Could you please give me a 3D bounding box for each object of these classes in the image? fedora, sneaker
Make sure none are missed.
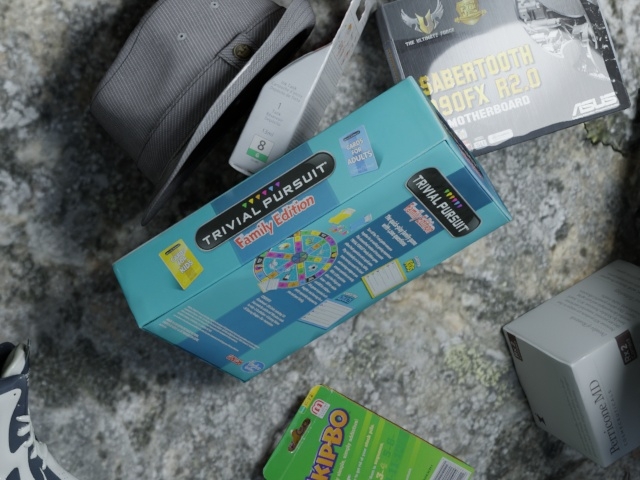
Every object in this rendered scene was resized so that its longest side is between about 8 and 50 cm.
[{"bbox_3d":[-0.129,-0.158,1.529,0.124,0.244,0.275,40,77,-1],"label":"fedora"},{"bbox_3d":[-0.302,0.179,1.584,0.235,0.094,0.153,32,97,-20],"label":"sneaker"}]

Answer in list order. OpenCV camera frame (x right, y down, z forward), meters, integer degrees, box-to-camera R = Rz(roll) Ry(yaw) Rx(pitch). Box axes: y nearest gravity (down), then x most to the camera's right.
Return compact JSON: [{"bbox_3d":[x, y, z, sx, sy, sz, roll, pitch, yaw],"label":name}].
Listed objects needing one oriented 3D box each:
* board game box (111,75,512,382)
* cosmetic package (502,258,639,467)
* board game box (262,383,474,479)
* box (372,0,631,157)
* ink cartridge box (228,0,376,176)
[{"bbox_3d":[0.000,0.000,1.561,0.336,0.079,0.254,-32,155,9],"label":"board game box"},{"bbox_3d":[0.345,0.141,1.874,0.183,0.151,0.151,-30,115,-17],"label":"cosmetic package"},{"bbox_3d":[0.053,0.264,1.827,0.259,0.039,0.124,32,88,-33],"label":"board game box"},{"bbox_3d":[0.192,-0.191,1.680,0.231,0.056,0.183,-17,91,-9],"label":"box"},{"bbox_3d":[-0.016,-0.162,1.589,0.056,0.181,0.225,23,91,4],"label":"ink cartridge box"}]
